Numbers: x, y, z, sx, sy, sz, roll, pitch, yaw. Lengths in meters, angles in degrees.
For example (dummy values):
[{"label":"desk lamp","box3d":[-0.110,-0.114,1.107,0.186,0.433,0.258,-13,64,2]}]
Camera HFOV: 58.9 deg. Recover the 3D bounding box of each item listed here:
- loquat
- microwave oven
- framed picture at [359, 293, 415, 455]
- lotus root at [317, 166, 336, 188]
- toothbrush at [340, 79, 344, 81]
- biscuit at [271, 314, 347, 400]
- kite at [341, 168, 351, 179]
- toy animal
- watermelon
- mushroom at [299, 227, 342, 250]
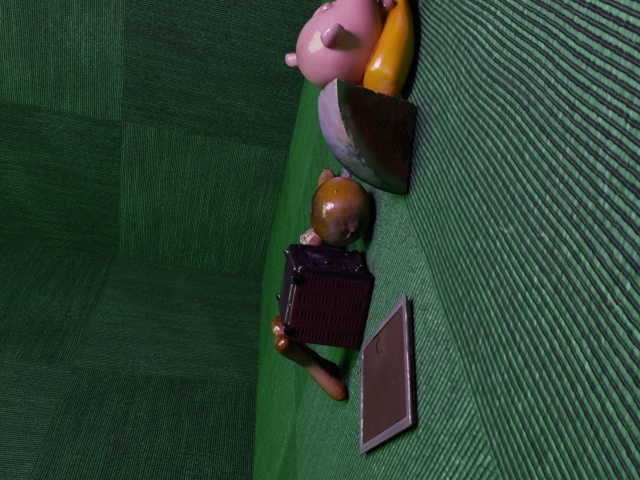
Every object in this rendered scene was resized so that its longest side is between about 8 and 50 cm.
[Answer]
[{"label":"loquat","box3d":[0.045,-0.070,1.294,0.195,0.152,0.152,-113,32,-57]},{"label":"microwave oven","box3d":[0.002,0.111,1.278,0.247,0.178,0.188,-124,41,-75]},{"label":"framed picture","box3d":[0.112,0.244,0.992,0.273,0.016,0.217,115,161,-59]},{"label":"lotus root","box3d":[0.022,-0.158,1.731,0.073,0.062,0.150,102,173,-65]},{"label":"toothbrush","box3d":[0.075,-0.241,1.247,0.288,0.024,0.026,64,-162,-55]},{"label":"biscuit","box3d":[-0.029,0.268,1.285,0.047,0.208,0.164,-46,14,1]},{"label":"kite","box3d":[0.051,-0.093,1.644,0.141,0.015,0.245,-100,25,-65]},{"label":"toy animal","box3d":[0.055,-0.427,1.235,0.345,0.246,0.278,169,110,-80]},{"label":"watermelon","box3d":[0.087,-0.207,1.081,0.176,0.260,0.256,-61,36,29]},{"label":"mushroom","box3d":[0.000,0.000,1.490,0.225,0.093,0.116,-15,-50,-64]}]
